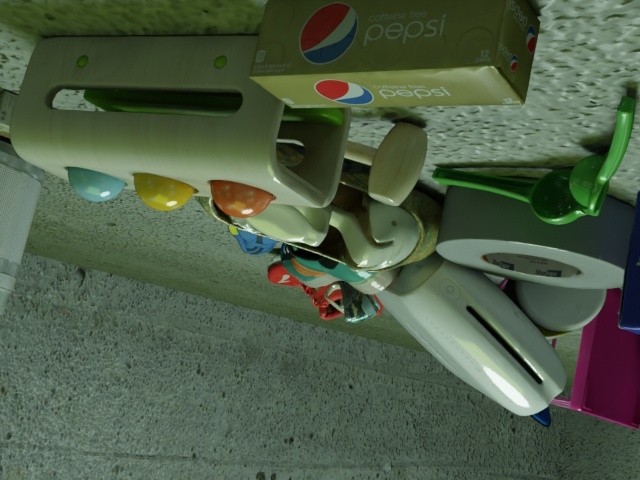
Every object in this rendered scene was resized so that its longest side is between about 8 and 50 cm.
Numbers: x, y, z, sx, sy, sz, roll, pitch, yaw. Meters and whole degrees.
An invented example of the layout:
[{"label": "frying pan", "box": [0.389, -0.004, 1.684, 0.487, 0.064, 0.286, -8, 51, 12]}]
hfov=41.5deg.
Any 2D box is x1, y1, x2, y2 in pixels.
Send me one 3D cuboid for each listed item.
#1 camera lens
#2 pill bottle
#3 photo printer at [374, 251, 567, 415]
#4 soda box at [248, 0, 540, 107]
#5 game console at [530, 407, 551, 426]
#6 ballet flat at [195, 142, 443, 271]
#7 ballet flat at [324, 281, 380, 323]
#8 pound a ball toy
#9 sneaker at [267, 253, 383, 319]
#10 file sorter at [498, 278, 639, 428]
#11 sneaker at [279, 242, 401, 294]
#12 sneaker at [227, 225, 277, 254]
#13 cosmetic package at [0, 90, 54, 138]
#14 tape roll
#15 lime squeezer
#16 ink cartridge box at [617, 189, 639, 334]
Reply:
[{"label": "camera lens", "box": [-0.523, -0.023, 1.179, 0.220, 0.274, 0.219, 12, 169, 2]}, {"label": "pill bottle", "box": [0.321, 0.079, 1.190, 0.118, 0.117, 0.208, 11, 169, 7]}, {"label": "photo printer", "box": [0.197, 0.115, 1.181, 0.256, 0.107, 0.307, 45, 175, -10]}, {"label": "soda box", "box": [0.045, -0.126, 0.557, 0.181, 0.061, 0.058, 5, 167, 34]}, {"label": "game console", "box": [0.276, 0.206, 1.584, 0.293, 0.173, 0.250, 39, 154, -31]}, {"label": "ballet flat", "box": [0.011, -0.025, 0.943, 0.349, 0.123, 0.123, 20, 167, -27]}, {"label": "ballet flat", "box": [0.026, 0.060, 1.334, 0.070, 0.070, 0.188, 20, -156, -36]}, {"label": "pound a ball toy", "box": [-0.088, -0.079, 0.765, 0.319, 0.135, 0.208, 8, 169, 27]}, {"label": "sneaker", "box": [0.003, 0.090, 1.620, 0.279, 0.118, 0.107, 5, 167, 36]}, {"label": "file sorter", "box": [0.418, 0.184, 1.416, 0.182, 0.202, 0.291, 6, 168, 38]}, {"label": "sneaker", "box": [0.000, 0.000, 1.229, 0.121, 0.108, 0.302, 38, 165, -22]}, {"label": "sneaker", "box": [-0.079, -0.014, 1.284, 0.082, 0.069, 0.209, 13, 169, 10]}, {"label": "cosmetic package", "box": [-0.334, -0.135, 1.006, 0.115, 0.041, 0.060, 19, 167, -34]}, {"label": "tape roll", "box": [0.244, -0.004, 0.957, 0.219, 0.072, 0.219, 11, 169, 2]}, {"label": "lime squeezer", "box": [0.219, -0.064, 0.766, 0.110, 0.059, 0.310, 45, 164, -9]}, {"label": "ink cartridge box", "box": [0.468, 0.044, 0.762, 0.270, 0.151, 0.396, 18, 170, -29]}]
